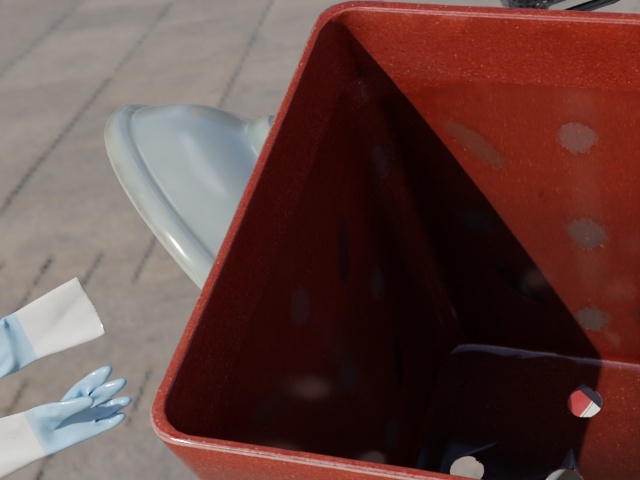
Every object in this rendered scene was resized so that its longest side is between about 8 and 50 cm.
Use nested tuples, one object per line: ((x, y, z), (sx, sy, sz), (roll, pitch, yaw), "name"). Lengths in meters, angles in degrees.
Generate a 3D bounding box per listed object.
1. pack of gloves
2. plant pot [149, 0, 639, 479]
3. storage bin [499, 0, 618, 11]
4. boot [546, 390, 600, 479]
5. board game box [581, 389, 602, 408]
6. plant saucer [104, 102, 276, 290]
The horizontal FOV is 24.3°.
((-0.368, 0.184, 1.872), (0.232, 0.195, 0.046), (-25, 9, 1), "pack of gloves")
((0.111, 0.063, 0.732), (0.267, 0.236, 0.267), (7, 54, 20), "plant pot")
((0.225, -0.311, 1.509), (0.122, 0.084, 0.180), (-19, 47, 0), "storage bin")
((0.245, 0.091, 1.304), (0.088, 0.244, 0.176), (7, 49, -30), "boot")
((0.203, 0.025, 0.914), (0.141, 0.170, 0.048), (43, 41, 14), "board game box")
((0.000, 0.000, 1.257), (0.100, 0.400, 0.400), (-46, 16, 13), "plant saucer")
